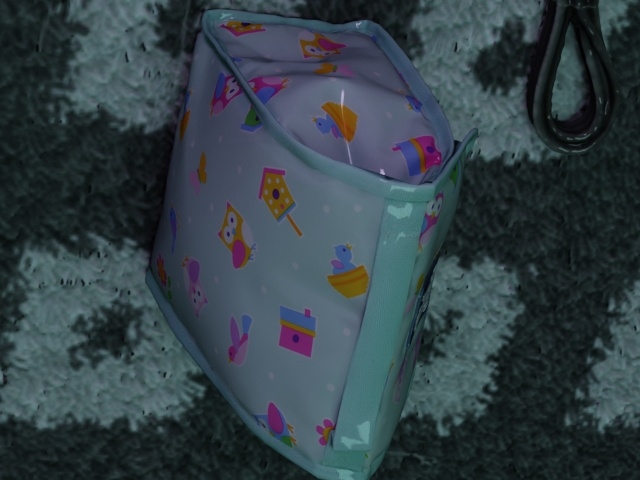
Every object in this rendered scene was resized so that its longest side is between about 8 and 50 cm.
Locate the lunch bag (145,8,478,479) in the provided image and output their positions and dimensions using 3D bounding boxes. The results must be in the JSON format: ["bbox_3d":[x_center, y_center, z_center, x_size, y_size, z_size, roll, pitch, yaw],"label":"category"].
[{"bbox_3d":[0.000,0.000,1.144,0.160,0.262,0.223,1,119,-24],"label":"lunch bag"}]

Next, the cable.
[{"bbox_3d":[0.186,-0.183,1.230,0.139,0.072,0.287,4,119,-20],"label":"cable"}]
